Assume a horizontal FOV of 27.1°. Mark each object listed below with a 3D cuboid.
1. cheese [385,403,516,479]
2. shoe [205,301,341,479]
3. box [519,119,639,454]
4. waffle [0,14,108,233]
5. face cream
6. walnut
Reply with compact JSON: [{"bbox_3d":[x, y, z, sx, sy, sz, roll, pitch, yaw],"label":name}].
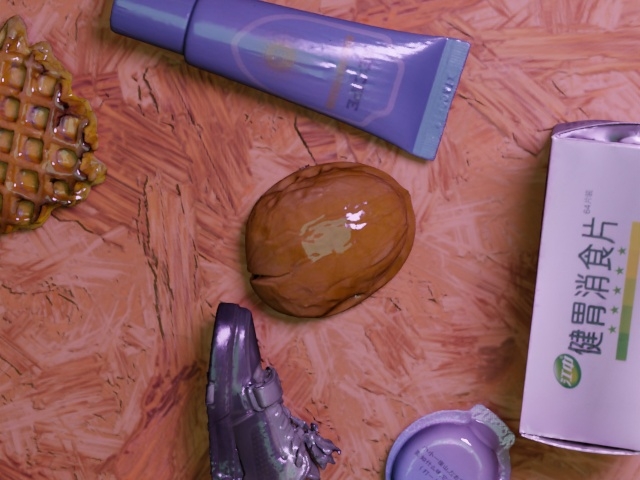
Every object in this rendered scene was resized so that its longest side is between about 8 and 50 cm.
[{"bbox_3d":[0.121,0.287,1.516,0.135,0.052,0.244,43,104,4],"label":"cheese"},{"bbox_3d":[-0.051,0.213,1.513,0.149,0.109,0.293,1,102,6],"label":"shoe"},{"bbox_3d":[0.296,0.037,1.382,0.145,0.173,0.333,6,100,9],"label":"box"},{"bbox_3d":[-0.377,-0.124,1.549,0.238,0.059,0.243,-34,89,17],"label":"waffle"},{"bbox_3d":[-0.039,-0.206,1.456,0.385,0.086,0.135,17,102,3],"label":"face cream"},{"bbox_3d":[0.001,-0.001,1.476,0.211,0.087,0.167,-31,88,13],"label":"walnut"}]
